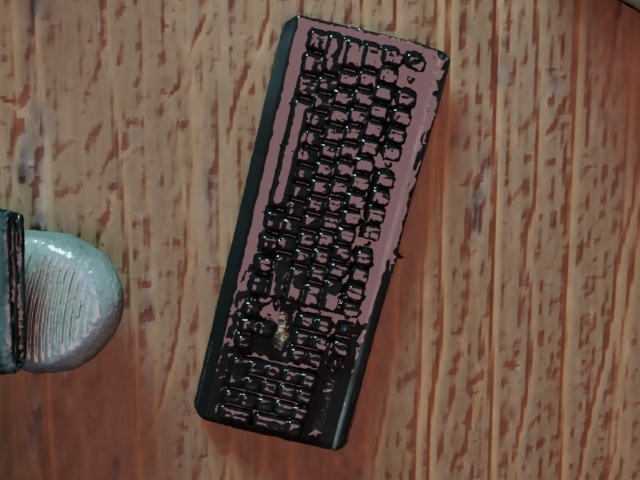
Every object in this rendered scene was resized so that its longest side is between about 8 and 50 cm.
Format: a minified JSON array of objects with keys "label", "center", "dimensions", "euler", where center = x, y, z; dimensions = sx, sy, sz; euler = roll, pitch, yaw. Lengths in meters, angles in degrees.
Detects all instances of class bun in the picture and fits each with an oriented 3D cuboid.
[{"label":"bun","center":[-0.142,0.031,0.763],"dimensions":[0.083,0.045,0.083],"euler":[1,95,13]}]

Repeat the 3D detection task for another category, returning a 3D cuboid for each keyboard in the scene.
[{"label":"keyboard","center":[0.000,0.000,0.780],"dimensions":[0.094,0.025,0.230],"euler":[13,103,-4]}]

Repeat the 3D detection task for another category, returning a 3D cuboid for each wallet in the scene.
[{"label":"wallet","center":[-0.204,0.021,0.748],"dimensions":[0.129,0.026,0.088],"euler":[6,103,25]}]

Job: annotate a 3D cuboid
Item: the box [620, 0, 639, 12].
[{"label":"box","center":[0.251,-0.218,0.650],"dimensions":[0.198,0.084,0.310],"euler":[30,126,-10]}]
